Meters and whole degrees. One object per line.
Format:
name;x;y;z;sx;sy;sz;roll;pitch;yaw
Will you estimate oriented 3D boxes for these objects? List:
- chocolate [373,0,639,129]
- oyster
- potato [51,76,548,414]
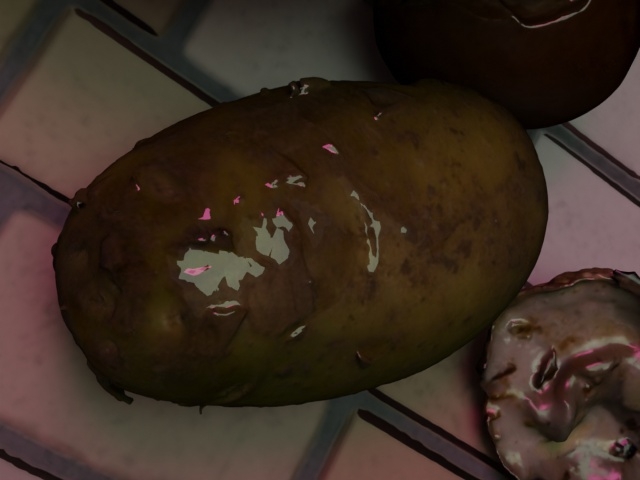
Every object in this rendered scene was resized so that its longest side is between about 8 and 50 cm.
chocolate;0.094;-0.119;0.538;0.133;0.124;0.127;-12;94;6
oyster;0.205;0.158;0.575;0.128;0.078;0.345;-38;101;-2
potato;0.000;0.000;0.483;0.251;0.113;0.149;-18;93;-27
